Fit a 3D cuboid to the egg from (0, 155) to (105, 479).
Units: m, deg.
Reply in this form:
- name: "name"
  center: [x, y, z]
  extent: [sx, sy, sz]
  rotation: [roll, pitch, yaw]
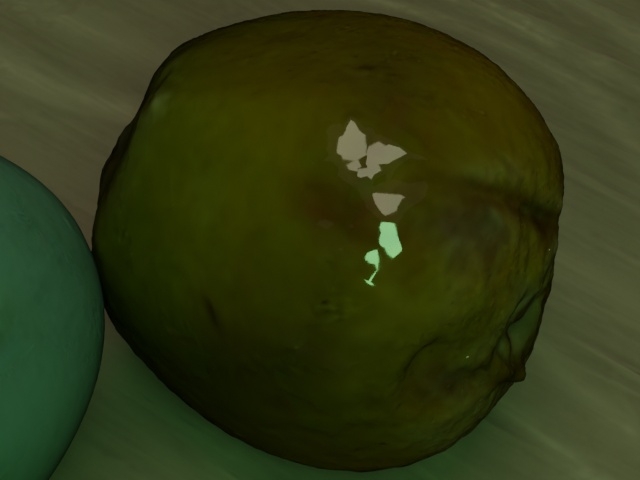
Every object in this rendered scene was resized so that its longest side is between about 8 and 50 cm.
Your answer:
- name: "egg"
  center: [-0.297, 0.084, 0.993]
  extent: [0.389, 0.276, 0.276]
  rotation: [-29, 54, -23]

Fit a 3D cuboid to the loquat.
- name: "loquat"
  center: [0.000, 0.000, 1.089]
  extent: [0.284, 0.276, 0.276]
  rotation: [20, 49, 12]
